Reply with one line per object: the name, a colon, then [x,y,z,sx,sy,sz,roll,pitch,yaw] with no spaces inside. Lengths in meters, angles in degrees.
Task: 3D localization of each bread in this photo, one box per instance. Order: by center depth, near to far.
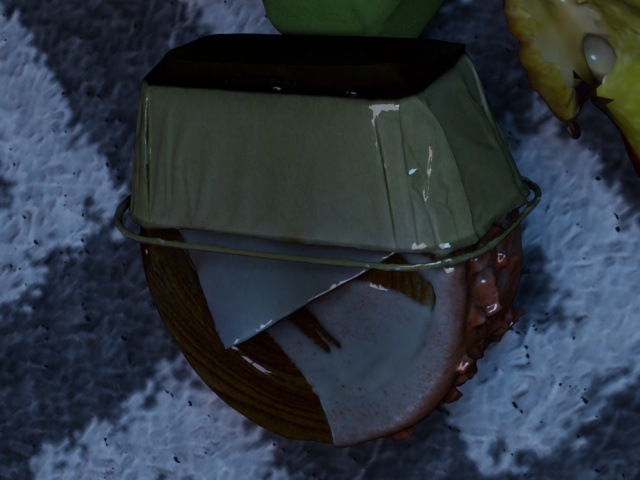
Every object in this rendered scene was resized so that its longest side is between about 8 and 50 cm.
bread: [0.000,0.000,0.985,0.224,0.142,0.212,6,114,29]

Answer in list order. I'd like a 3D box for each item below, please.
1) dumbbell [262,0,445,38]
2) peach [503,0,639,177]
dumbbell: [-0.033,-0.172,0.926,0.108,0.302,0.121,-25,72,23]
peach: [0.242,-0.148,0.772,0.339,0.416,0.353,36,103,23]
